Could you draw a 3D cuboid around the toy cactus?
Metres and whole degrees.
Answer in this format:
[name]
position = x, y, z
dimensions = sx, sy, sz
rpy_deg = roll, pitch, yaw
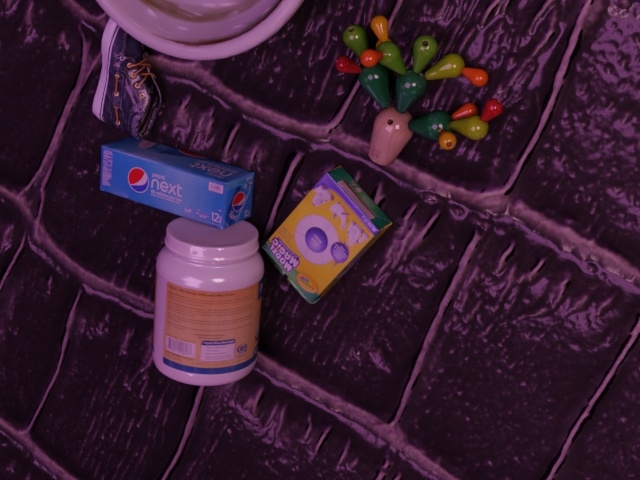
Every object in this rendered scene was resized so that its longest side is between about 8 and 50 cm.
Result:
[toy cactus]
position = 0.100, -0.161, 1.615
dimensions = 0.219, 0.112, 0.180
rpy_deg = 31, 131, 10

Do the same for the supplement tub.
[supplement tub]
position = -0.150, 0.078, 1.818
dimensions = 0.144, 0.144, 0.200
rpy_deg = 18, 115, 27

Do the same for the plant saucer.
[plant saucer]
position = -0.144, -0.426, 1.666
dimensions = 0.400, 0.100, 0.401
rpy_deg = 11, 111, 29

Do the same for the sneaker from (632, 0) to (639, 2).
[sneaker]
position = 0.381, -0.393, 1.340
dimensions = 0.148, 0.131, 0.350
rpy_deg = 27, 125, 14

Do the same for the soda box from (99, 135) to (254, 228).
[soda box]
position = -0.196, -0.081, 1.836
dimensions = 0.210, 0.071, 0.067
rpy_deg = 18, 115, 26

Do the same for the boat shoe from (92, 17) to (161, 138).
[boat shoe]
position = -0.249, -0.228, 1.829
dimensions = 0.083, 0.065, 0.183
rpy_deg = 30, 127, 19

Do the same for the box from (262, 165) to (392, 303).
[box]
position = 0.000, 0.000, 1.760
dimensions = 0.105, 0.043, 0.179
rpy_deg = 48, 126, 10
